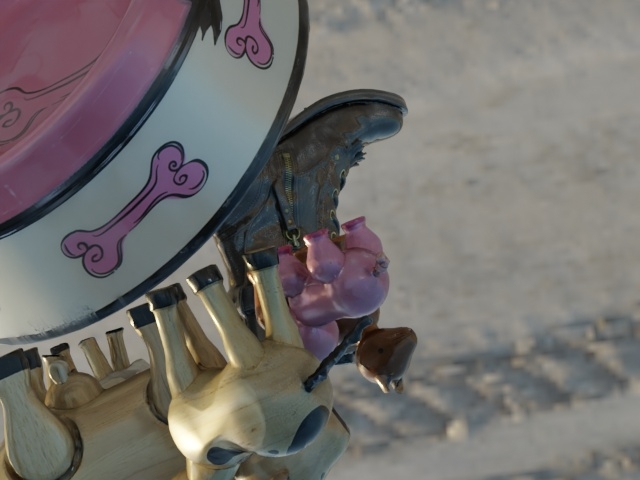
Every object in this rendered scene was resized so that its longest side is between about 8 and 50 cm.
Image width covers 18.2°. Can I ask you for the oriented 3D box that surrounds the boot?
[{"bbox_3d":[0.000,0.000,1.753,0.263,0.229,0.091,-20,173,-29],"label":"boot"}]

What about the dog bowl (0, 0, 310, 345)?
[{"bbox_3d":[-0.216,-0.129,1.568,0.408,0.408,0.150,-17,138,30],"label":"dog bowl"}]

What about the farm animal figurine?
[{"bbox_3d":[-0.075,0.117,1.259,0.326,0.172,0.330,-21,178,14],"label":"farm animal figurine"}]
